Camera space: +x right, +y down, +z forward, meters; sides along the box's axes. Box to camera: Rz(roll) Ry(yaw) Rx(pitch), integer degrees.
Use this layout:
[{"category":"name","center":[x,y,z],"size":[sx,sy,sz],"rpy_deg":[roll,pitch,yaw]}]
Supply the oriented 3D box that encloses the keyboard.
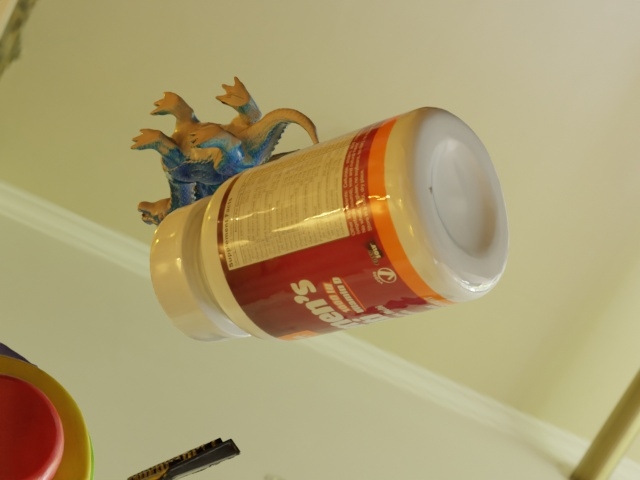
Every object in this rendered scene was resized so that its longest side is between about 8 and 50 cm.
[{"category":"keyboard","center":[-0.138,0.211,0.979],"size":[0.108,0.180,0.023],"rpy_deg":[-12,-102,-38]}]

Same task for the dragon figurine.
[{"category":"dragon figurine","center":[-0.077,-0.070,0.998],"size":[0.289,0.085,0.144],"rpy_deg":[-4,141,37]}]

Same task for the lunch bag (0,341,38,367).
[{"category":"lunch bag","center":[-0.337,0.146,0.737],"size":[0.293,0.221,0.138],"rpy_deg":[6,132,42]}]

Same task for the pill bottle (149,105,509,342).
[{"category":"pill bottle","center":[0.000,0.000,0.693],"size":[0.221,0.121,0.121],"rpy_deg":[-17,161,36]}]

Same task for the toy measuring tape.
[{"category":"toy measuring tape","center":[-0.186,0.067,0.579],"size":[0.121,0.121,0.330],"rpy_deg":[19,-133,-38]}]
